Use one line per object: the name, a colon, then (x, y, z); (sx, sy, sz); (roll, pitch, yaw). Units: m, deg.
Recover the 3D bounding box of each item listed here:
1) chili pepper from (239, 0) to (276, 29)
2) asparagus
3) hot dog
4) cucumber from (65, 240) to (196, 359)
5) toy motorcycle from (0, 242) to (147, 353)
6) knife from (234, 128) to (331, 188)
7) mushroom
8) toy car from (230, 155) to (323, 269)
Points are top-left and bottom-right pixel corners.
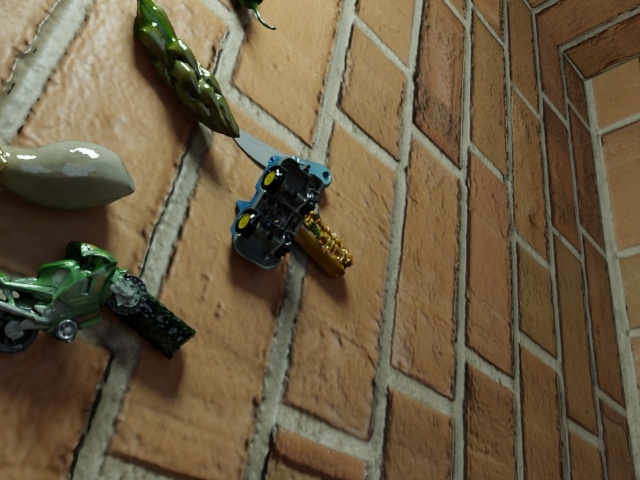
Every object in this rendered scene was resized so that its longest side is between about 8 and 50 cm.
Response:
chili pepper: (-0.141, -0.541, 1.223); (0.122, 0.065, 0.279); (26, 51, -34)
asparagus: (-0.230, -0.280, 0.998); (0.287, 0.080, 0.080); (50, 42, -8)
hot dog: (0.000, 0.000, 1.141); (0.188, 0.055, 0.072); (46, 43, -23)
cucumber: (-0.260, 0.078, 0.820); (0.215, 0.052, 0.058); (47, 23, -22)
toy motorcycle: (-0.309, 0.064, 0.730); (0.190, 0.074, 0.106); (-18, 99, -28)
knife: (-0.075, -0.152, 1.152); (0.244, 0.032, 0.058); (20, 67, -36)
mushroom: (-0.341, -0.090, 0.778); (0.212, 0.088, 0.097); (3, 61, -41)
toy car: (-0.084, -0.055, 1.030); (0.097, 0.100, 0.191); (33, 84, -34)
